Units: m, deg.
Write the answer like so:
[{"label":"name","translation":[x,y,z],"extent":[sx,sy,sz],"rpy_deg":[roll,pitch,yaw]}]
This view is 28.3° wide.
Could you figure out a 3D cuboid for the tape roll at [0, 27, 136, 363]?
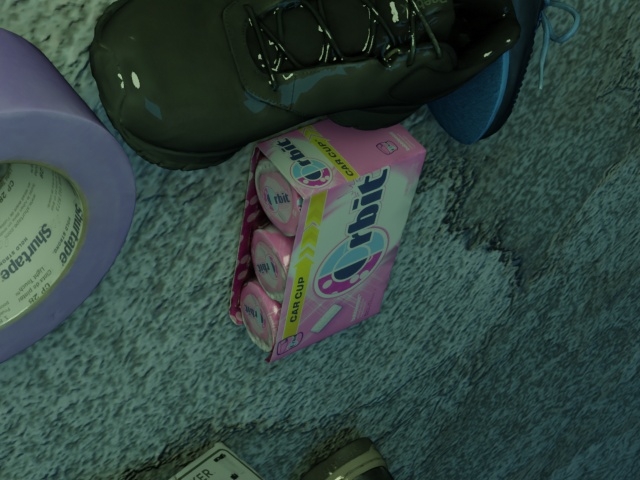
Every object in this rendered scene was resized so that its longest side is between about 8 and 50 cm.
[{"label":"tape roll","translation":[-0.197,-0.015,0.662],"extent":[0.189,0.080,0.189],"rpy_deg":[-29,148,-20]}]

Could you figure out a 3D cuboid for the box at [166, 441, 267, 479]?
[{"label":"box","translation":[-0.156,0.330,1.107],"extent":[0.169,0.087,0.290],"rpy_deg":[-27,151,-58]}]

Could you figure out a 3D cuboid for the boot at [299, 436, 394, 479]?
[{"label":"boot","translation":[0.107,0.391,1.340],"extent":[0.138,0.284,0.377],"rpy_deg":[-33,149,-16]}]

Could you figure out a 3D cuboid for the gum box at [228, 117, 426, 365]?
[{"label":"gum box","translation":[0.000,0.000,0.930],"extent":[0.107,0.062,0.188],"rpy_deg":[-23,145,-30]}]

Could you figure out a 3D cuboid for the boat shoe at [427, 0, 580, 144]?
[{"label":"boat shoe","translation":[0.126,-0.169,0.821],"extent":[0.089,0.109,0.258],"rpy_deg":[-31,151,-26]}]

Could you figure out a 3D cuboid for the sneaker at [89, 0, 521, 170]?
[{"label":"sneaker","translation":[0.001,-0.114,0.701],"extent":[0.130,0.109,0.286],"rpy_deg":[-18,-179,44]}]
